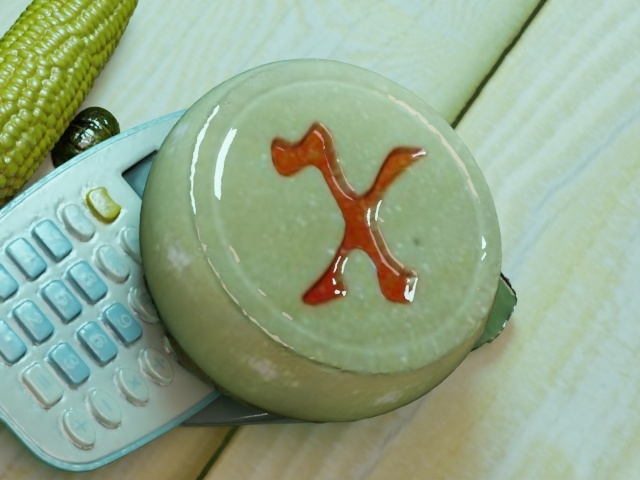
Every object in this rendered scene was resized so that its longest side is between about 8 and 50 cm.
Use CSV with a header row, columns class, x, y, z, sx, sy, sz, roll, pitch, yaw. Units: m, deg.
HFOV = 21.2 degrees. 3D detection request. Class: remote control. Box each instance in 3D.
class,x,y,z,sx,sy,sz,roll,pitch,yaw
remote control,-0.047,0.147,1.603,0.184,0.027,0.050,0,68,-19

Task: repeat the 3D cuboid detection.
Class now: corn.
class,x,y,z,sx,sy,sz,roll,pitch,yaw
corn,-0.261,-0.154,1.593,0.106,0.106,0.305,35,61,-5

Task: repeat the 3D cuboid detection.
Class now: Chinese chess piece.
class,x,y,z,sx,sy,sz,roll,pitch,yaw
Chinese chess piece,0.000,0.000,1.553,0.338,0.140,0.338,11,63,-23

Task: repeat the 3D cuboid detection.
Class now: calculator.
class,x,y,z,sx,sy,sz,roll,pitch,yaw
calculator,-0.176,0.045,1.560,0.386,0.054,0.256,-38,87,-35

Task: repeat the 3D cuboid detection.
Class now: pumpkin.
class,x,y,z,sx,sy,sz,roll,pitch,yaw
pumpkin,-0.222,-0.099,1.629,0.050,0.028,0.083,31,59,-5

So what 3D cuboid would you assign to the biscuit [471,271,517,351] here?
class,x,y,z,sx,sy,sz,roll,pitch,yaw
biscuit,0.067,-0.024,1.702,0.322,0.038,0.099,46,66,0
